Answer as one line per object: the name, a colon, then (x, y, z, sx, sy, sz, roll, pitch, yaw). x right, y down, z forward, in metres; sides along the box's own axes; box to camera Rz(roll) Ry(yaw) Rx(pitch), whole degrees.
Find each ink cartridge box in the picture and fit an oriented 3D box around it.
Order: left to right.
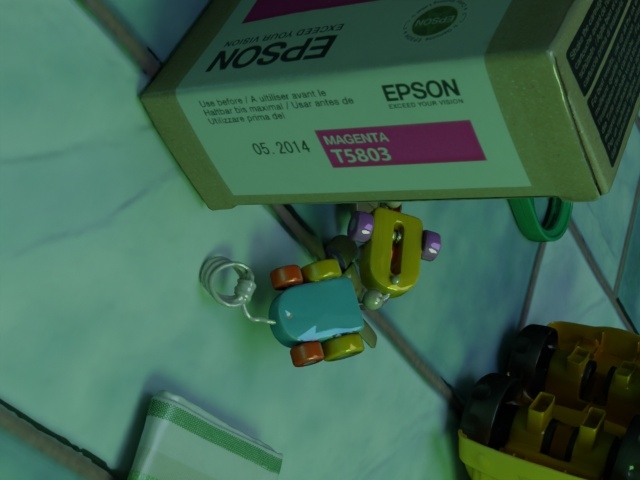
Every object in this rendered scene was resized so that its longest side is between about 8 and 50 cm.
ink cartridge box: (0.052, -0.113, 0.576, 0.088, 0.235, 0.193, 60, 44, -36)

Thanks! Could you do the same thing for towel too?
towel: (-0.078, 0.168, 0.585, 0.113, 0.023, 0.152, 40, 61, -46)

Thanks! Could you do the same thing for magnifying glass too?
magnifying glass: (0.163, -0.068, 0.926, 0.231, 0.026, 0.092, 36, 62, -52)

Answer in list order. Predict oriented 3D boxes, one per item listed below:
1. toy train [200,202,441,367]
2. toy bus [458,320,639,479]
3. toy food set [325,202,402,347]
toy train: (0.000, 0.000, 0.666, 0.125, 0.046, 0.166, 39, 61, -5)
toy bus: (0.208, 0.198, 0.904, 0.220, 0.150, 0.211, -38, 134, -51)
toy food set: (0.029, 0.006, 0.735, 0.078, 0.019, 0.122, 49, 46, -44)
